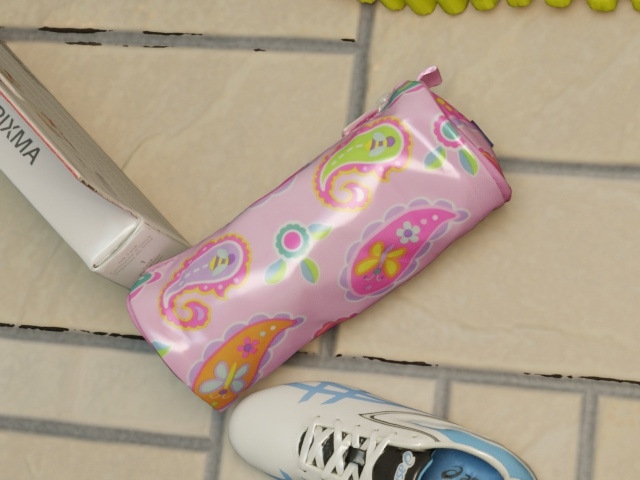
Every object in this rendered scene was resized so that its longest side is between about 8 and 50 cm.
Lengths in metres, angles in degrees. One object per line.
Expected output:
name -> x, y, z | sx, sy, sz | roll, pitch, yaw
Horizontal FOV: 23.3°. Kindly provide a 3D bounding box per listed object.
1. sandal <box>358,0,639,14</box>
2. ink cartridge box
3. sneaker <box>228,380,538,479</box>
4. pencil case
sandal -> 0.128, -0.245, 1.140 | 0.317, 0.126, 0.138 | 3, 76, 7
ink cartridge box -> -0.228, -0.087, 1.130 | 0.060, 0.239, 0.275 | -45, 71, 2
sneaker -> 0.041, 0.152, 1.092 | 0.237, 0.086, 0.085 | 14, 84, 18
pencil case -> 0.000, 0.000, 1.114 | 0.284, 0.124, 0.124 | -37, 72, 5
